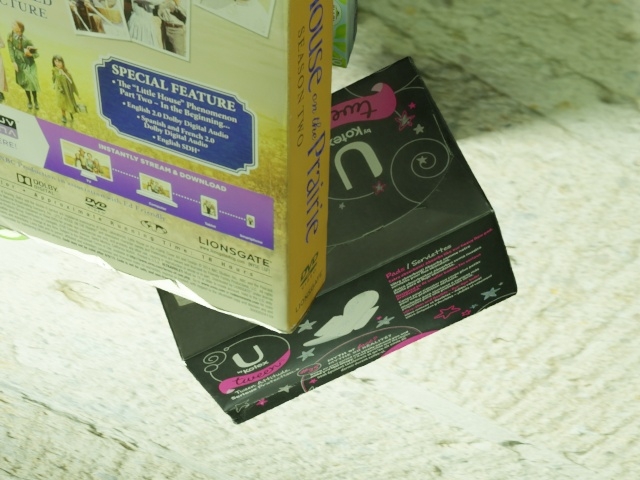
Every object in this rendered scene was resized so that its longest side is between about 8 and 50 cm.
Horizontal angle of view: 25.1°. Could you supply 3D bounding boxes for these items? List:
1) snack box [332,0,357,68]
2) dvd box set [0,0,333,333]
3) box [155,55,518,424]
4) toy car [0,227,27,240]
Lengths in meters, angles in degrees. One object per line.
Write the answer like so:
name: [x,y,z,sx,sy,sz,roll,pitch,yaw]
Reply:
snack box: [-0.025,-0.180,0.998,0.100,0.037,0.141,11,156,6]
dvd box set: [-0.139,-0.154,0.817,0.308,0.062,0.420,19,136,18]
box: [0.000,0.000,1.094,0.247,0.163,0.142,-25,149,1]
toy car: [-0.162,-0.067,1.063,0.225,0.053,0.239,-43,161,20]
